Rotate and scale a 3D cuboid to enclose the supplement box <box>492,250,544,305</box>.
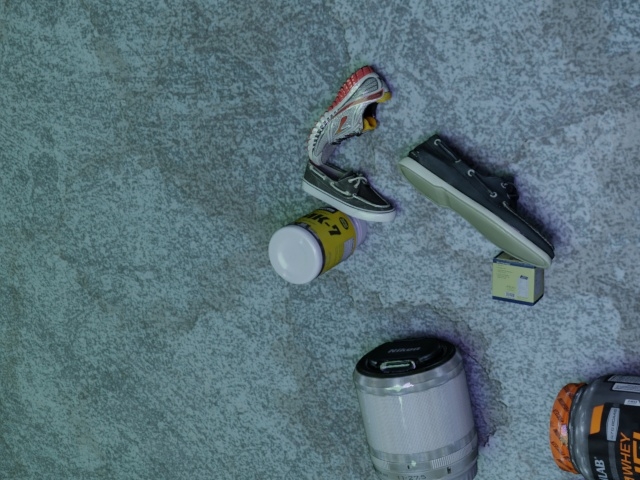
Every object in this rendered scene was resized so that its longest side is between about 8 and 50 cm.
[{"bbox_3d":[0.369,0.069,1.847,0.083,0.056,0.083,9,112,30],"label":"supplement box"}]

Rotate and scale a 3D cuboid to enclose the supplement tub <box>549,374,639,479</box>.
[{"bbox_3d":[0.584,0.340,1.704,0.338,0.207,0.207,-1,106,40],"label":"supplement tub"}]

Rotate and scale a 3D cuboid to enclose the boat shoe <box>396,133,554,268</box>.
[{"bbox_3d":[0.303,-0.081,1.808,0.340,0.127,0.113,36,79,26],"label":"boat shoe"}]

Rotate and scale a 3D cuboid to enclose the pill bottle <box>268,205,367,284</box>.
[{"bbox_3d":[0.000,0.000,1.965,0.119,0.208,0.119,12,113,29],"label":"pill bottle"}]

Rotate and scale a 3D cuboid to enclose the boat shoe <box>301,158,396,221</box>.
[{"bbox_3d":[0.056,-0.101,1.974,0.219,0.078,0.070,25,120,25],"label":"boat shoe"}]

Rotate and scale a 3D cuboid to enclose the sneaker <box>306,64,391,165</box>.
[{"bbox_3d":[0.052,-0.228,1.923,0.093,0.088,0.225,43,122,9],"label":"sneaker"}]

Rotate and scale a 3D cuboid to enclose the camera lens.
[{"bbox_3d":[0.191,0.343,1.959,0.219,0.219,0.274,-4,105,34],"label":"camera lens"}]
